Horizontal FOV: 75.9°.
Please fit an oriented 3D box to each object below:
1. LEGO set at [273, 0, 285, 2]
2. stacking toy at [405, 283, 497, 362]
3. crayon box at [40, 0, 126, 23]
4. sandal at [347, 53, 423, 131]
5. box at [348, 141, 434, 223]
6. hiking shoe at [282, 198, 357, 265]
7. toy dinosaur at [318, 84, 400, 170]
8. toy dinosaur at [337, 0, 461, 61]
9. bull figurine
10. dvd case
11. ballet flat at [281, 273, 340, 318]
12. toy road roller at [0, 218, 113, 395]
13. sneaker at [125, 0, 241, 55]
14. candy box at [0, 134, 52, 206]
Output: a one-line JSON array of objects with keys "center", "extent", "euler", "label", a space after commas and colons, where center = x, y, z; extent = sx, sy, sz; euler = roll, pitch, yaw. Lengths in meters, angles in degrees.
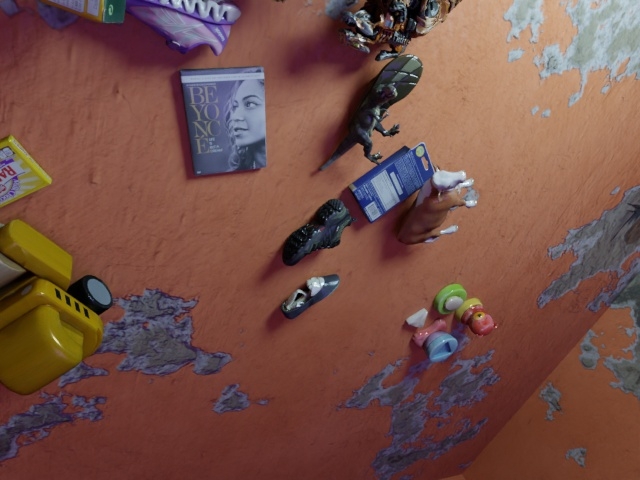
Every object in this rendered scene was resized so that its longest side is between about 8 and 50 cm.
[{"center": [0.019, -0.484, 0.585], "extent": [0.331, 0.192, 0.255], "euler": [5, 126, 12], "label": "LEGO set"}, {"center": [0.496, 0.327, 1.551], "extent": [0.309, 0.130, 0.279], "euler": [-40, 131, 5], "label": "stacking toy"}, {"center": [-0.419, -0.447, 0.529], "extent": [0.322, 0.083, 0.203], "euler": [17, 117, -11], "label": "crayon box"}, {"center": [0.139, -0.335, 0.947], "extent": [0.090, 0.060, 0.219], "euler": [19, 128, -28], "label": "sandal"}, {"center": [0.197, -0.159, 1.112], "extent": [0.225, 0.036, 0.136], "euler": [-34, 132, 1], "label": "box"}, {"center": [0.000, 0.000, 1.102], "extent": [0.227, 0.086, 0.114], "euler": [-43, 127, 7], "label": "hiking shoe"}, {"center": [0.110, -0.243, 0.954], "extent": [0.118, 0.064, 0.268], "euler": [19, 134, -23], "label": "toy dinosaur"}, {"center": [0.174, -0.483, 0.811], "extent": [0.322, 0.164, 0.218], "euler": [-43, 146, -32], "label": "toy dinosaur"}, {"center": [0.329, -0.097, 1.149], "extent": [0.188, 0.101, 0.310], "euler": [-2, 145, -25], "label": "bull figurine"}, {"center": [-0.197, -0.248, 0.870], "extent": [0.164, 0.018, 0.221], "euler": [-10, 127, -18], "label": "dvd case"}, {"center": [-0.035, 0.158, 1.214], "extent": [0.203, 0.074, 0.074], "euler": [-38, 131, 7], "label": "ballet flat"}, {"center": [-0.593, 0.147, 0.824], "extent": [0.202, 0.241, 0.329], "euler": [-33, 131, -1], "label": "toy road roller"}, {"center": [-0.259, -0.378, 0.702], "extent": [0.236, 0.095, 0.105], "euler": [0, 131, -27], "label": "sneaker"}, {"center": [-0.632, -0.104, 0.762], "extent": [0.205, 0.027, 0.105], "euler": [-27, 134, -5], "label": "candy box"}]
